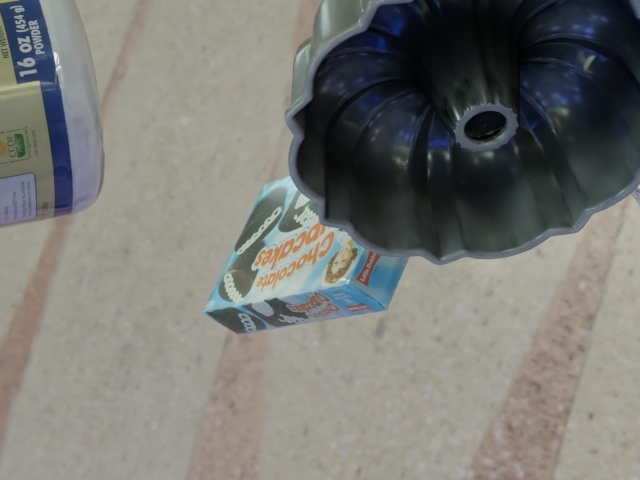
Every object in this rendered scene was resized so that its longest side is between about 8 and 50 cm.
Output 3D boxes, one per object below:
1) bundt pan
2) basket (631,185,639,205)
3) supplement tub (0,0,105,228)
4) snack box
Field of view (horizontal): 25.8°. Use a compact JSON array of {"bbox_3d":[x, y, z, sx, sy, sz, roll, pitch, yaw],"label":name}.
[{"bbox_3d":[0.128,-0.134,1.169,0.331,0.331,0.124,-46,36,33],"label":"bundt pan"},{"bbox_3d":[0.434,-0.094,1.596,0.103,0.113,0.167,0,56,44],"label":"basket"},{"bbox_3d":[-0.357,-0.107,1.166,0.228,0.316,0.228,168,90,-72],"label":"supplement tub"},{"bbox_3d":[0.000,0.000,1.545,0.322,0.060,0.187,-15,46,57],"label":"snack box"}]
